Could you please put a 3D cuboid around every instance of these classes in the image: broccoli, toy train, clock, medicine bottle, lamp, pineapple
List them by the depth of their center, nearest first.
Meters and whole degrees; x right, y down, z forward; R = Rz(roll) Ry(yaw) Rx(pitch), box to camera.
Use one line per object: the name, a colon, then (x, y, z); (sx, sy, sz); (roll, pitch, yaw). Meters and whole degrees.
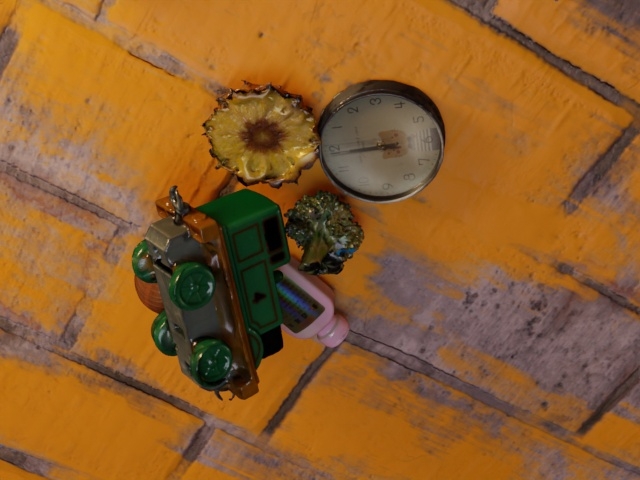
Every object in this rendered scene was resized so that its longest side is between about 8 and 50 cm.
pineapple: (-0.097, -0.188, 2.048); (0.225, 0.076, 0.224); (3, 125, 4)
clock: (0.104, -0.168, 2.066); (0.226, 0.049, 0.226); (1, 122, 1)
toy train: (-0.168, 0.083, 2.070); (0.249, 0.178, 0.429); (-26, 121, -26)
broccoli: (0.000, 0.000, 2.114); (0.155, 0.160, 0.167); (24, 139, -12)
lamp: (-0.272, 0.071, 2.189); (0.136, 0.136, 0.136); (1, 122, 2)
medicine bottle: (-0.042, 0.115, 2.235); (0.219, 0.078, 0.115); (40, 114, -20)
